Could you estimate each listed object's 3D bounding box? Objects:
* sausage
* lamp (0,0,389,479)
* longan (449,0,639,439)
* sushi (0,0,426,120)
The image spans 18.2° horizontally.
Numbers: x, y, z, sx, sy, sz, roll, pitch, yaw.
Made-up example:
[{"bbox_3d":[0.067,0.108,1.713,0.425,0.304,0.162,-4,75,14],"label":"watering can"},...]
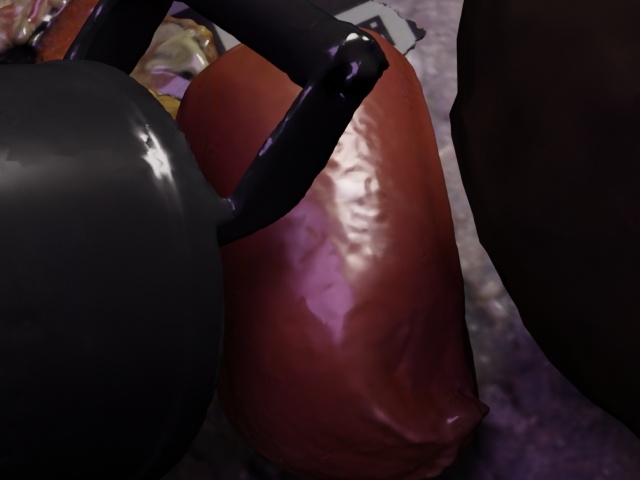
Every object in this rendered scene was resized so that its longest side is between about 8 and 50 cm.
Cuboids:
[{"bbox_3d":[0.000,0.000,0.977,0.148,0.148,0.254,-11,57,5],"label":"sausage"},{"bbox_3d":[-0.184,0.016,0.857,0.205,0.272,0.374,37,103,42],"label":"lamp"},{"bbox_3d":[0.249,-0.061,0.821,0.391,0.391,0.391,-6,57,9],"label":"longan"},{"bbox_3d":[-0.129,-0.118,1.133,0.290,0.050,0.264,35,71,29],"label":"sushi"}]
